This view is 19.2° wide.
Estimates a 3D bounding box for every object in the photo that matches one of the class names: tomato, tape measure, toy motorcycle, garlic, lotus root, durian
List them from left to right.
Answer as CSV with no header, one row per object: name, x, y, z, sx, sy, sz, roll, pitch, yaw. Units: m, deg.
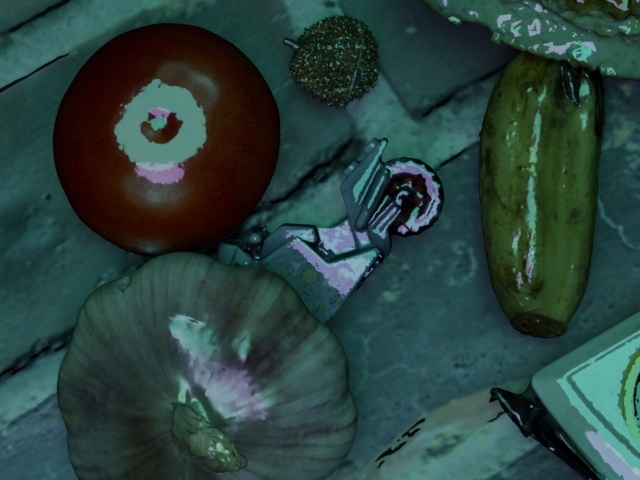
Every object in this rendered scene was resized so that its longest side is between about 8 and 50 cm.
tomato,-0.127,-0.084,1.565,0.195,0.136,0.195,0,82,-2
garlic,-0.087,0.137,1.466,0.245,0.253,0.245,-1,103,-3
toy motorcycle,0.000,0.000,1.581,0.122,0.080,0.215,42,97,-2
durian,0.010,-0.155,1.609,0.091,0.080,0.080,25,81,-18
lotus root,0.181,-0.049,1.585,0.110,0.097,0.258,10,82,-30
tape measure,0.290,0.156,1.552,0.235,0.115,0.207,-30,77,-2

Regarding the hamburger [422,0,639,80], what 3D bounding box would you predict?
hamburger,0.231,-0.301,1.548,0.318,0.195,0.277,20,53,9
